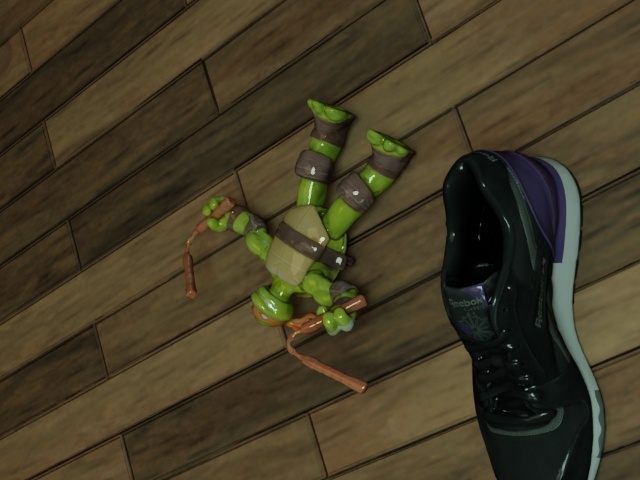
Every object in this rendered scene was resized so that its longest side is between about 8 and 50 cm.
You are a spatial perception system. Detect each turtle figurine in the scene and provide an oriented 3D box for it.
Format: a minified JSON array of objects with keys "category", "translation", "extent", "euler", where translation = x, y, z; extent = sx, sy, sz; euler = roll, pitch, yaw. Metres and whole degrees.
[{"category":"turtle figurine","translation":[0.000,0.000,1.047],"extent":[0.269,0.087,0.217],"euler":[37,103,44]}]

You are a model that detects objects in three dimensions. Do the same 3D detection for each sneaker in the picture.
[{"category":"sneaker","translation":[0.134,0.072,0.908],"extent":[0.107,0.124,0.283],"euler":[-11,80,39]}]
